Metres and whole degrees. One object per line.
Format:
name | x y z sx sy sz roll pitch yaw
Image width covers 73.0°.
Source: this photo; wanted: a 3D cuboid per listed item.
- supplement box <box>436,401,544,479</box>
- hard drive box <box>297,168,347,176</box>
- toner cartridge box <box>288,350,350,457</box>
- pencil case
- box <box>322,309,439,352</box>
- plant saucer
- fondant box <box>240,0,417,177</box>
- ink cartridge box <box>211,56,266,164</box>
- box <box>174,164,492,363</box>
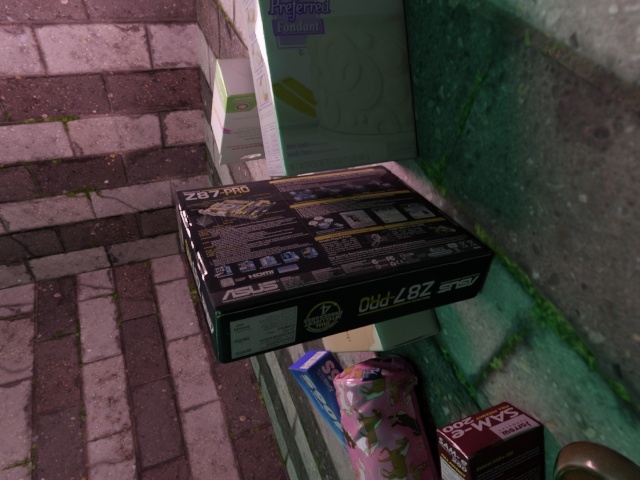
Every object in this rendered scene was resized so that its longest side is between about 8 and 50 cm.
supplement box | 0.245 0.370 0.616 0.073 0.130 0.239 -159 60 -66
hard drive box | 0.027 -0.065 0.997 0.232 0.089 0.181 -122 29 -43
toner cartridge box | 0.068 0.423 1.018 0.348 0.075 0.165 55 158 2
pencil case | 0.147 0.434 0.863 0.167 0.160 0.386 -31 71 65
box | 0.093 0.146 0.893 0.311 0.121 0.148 137 117 -67
plant saucer | 0.336 0.324 0.501 0.168 0.029 0.168 168 90 -70
fondant box | 0.016 -0.280 0.692 0.096 0.238 0.330 -164 64 -67
ink cartridge box | -0.199 -0.361 1.245 0.353 0.207 0.119 131 123 -64
box | 0.000 0.000 0.670 0.318 0.395 0.097 -127 34 -47
